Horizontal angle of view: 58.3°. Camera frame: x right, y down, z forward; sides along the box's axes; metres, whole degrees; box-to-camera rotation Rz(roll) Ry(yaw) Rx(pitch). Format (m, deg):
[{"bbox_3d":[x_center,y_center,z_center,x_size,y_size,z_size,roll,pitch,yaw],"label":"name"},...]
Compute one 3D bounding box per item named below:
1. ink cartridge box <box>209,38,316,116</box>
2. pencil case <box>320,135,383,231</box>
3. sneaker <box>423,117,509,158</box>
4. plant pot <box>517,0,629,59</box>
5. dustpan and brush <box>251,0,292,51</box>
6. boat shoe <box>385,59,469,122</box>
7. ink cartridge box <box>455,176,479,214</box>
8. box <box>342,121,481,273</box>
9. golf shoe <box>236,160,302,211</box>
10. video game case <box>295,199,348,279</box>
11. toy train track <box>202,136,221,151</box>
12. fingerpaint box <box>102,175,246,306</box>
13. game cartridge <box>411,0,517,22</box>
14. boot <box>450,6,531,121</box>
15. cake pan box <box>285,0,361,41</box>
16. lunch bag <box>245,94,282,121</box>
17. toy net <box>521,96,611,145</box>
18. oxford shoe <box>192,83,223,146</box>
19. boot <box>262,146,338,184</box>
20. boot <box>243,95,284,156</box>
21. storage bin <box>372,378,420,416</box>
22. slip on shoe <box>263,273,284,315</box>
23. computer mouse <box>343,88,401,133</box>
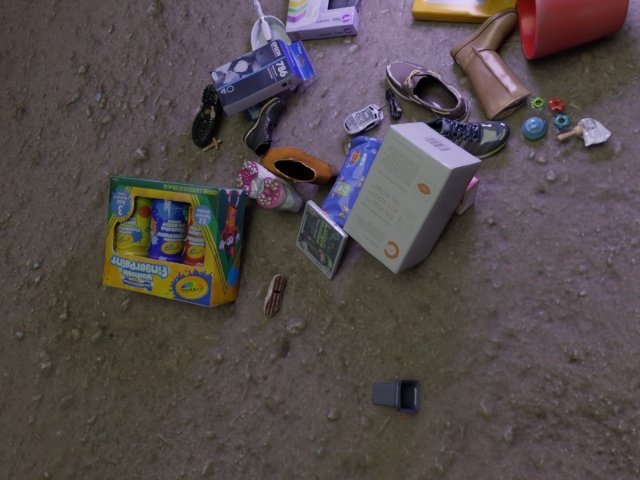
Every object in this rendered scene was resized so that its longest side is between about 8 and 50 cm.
[{"bbox_3d":[-0.196,-0.561,1.927,0.332,0.065,0.165,-25,69,3],"label":"ink cartridge box"},{"bbox_3d":[0.100,-0.176,1.761,0.133,0.119,0.306,22,85,23],"label":"pencil case"},{"bbox_3d":[0.395,-0.303,1.673,0.299,0.121,0.111,-4,75,21],"label":"sneaker"},{"bbox_3d":[0.692,-0.658,1.586,0.243,0.275,0.275,-7,73,10],"label":"plant pot"},{"bbox_3d":[-0.202,-0.780,2.082,0.147,0.060,0.211,-23,69,15],"label":"dustpan and brush"},{"bbox_3d":[0.319,-0.471,1.764,0.116,0.096,0.324,-47,64,5],"label":"boat shoe"},{"bbox_3d":[0.354,-0.179,1.653,0.067,0.115,0.198,-40,63,-16],"label":"ink cartridge box"},{"bbox_3d":[0.243,-0.118,1.574,0.215,0.168,0.345,42,126,26],"label":"box"},{"bbox_3d":[-0.171,-0.169,1.884,0.306,0.140,0.115,42,107,48],"label":"golf shoe"},{"bbox_3d":[0.000,0.000,1.738,0.022,0.190,0.173,-26,58,-36],"label":"video game case"},{"bbox_3d":[-0.390,-0.341,2.067,0.083,0.014,0.048,-26,75,20],"label":"toy train track"},{"bbox_3d":[-0.486,-0.007,1.881,0.444,0.163,0.371,9,96,24],"label":"fingerpaint box"},{"bbox_3d":[0.481,-0.832,1.823,0.323,0.052,0.286,13,81,25],"label":"game cartridge"},{"bbox_3d":[0.541,-0.519,1.697,0.236,0.089,0.270,-37,64,23],"label":"boot"},{"bbox_3d":[0.019,-0.830,2.003,0.266,0.070,0.246,3,79,22],"label":"cake pan box"},{"bbox_3d":[-0.222,-0.507,2.003,0.128,0.096,0.151,-34,81,4],"label":"lunch bag"},{"bbox_3d":[0.690,-0.325,1.604,0.232,0.045,0.122,19,82,24],"label":"toy net"},{"bbox_3d":[-0.393,-0.442,2.064,0.082,0.096,0.227,29,106,13],"label":"oxford shoe"},{"bbox_3d":[-0.102,-0.240,1.803,0.295,0.211,0.104,16,101,24],"label":"boot"},{"bbox_3d":[-0.170,-0.377,1.927,0.198,0.076,0.137,-56,36,14],"label":"boot"},{"bbox_3d":[0.203,0.426,1.555,0.091,0.135,0.098,-6,73,33],"label":"storage bin"},{"bbox_3d":[-0.151,0.172,1.815,0.041,0.051,0.136,10,87,64],"label":"slip on shoe"},{"bbox_3d":[0.163,-0.400,1.842,0.193,0.042,0.106,-27,72,8],"label":"computer mouse"}]
